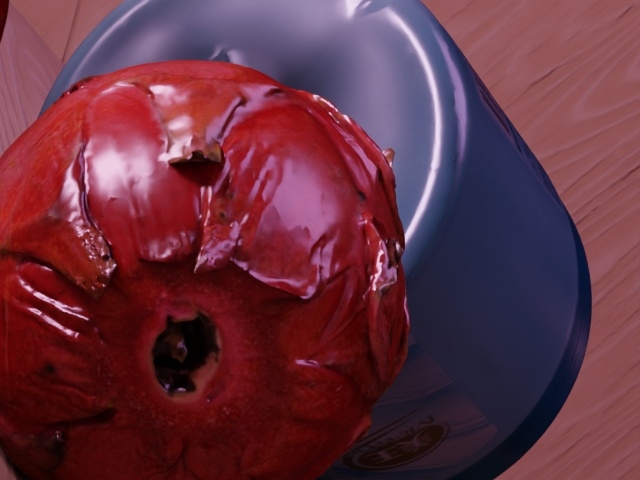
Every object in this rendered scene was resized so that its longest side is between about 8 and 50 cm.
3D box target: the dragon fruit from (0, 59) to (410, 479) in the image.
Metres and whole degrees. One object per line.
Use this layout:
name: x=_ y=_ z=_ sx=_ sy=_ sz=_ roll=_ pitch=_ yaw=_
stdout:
dragon fruit: x=-0.067 y=0.026 z=0.955 sx=0.241 sy=0.241 sz=0.252 roll=50 pitch=29 yaw=-10

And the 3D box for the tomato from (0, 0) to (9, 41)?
tomato: x=-0.244 y=-0.133 z=1.005 sx=0.187 sy=0.151 sz=0.187 roll=47 pitch=7 yaw=-7

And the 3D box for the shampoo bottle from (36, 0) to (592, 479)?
shampoo bottle: x=0.000 y=0.000 z=1.424 sx=0.331 sy=0.331 sz=0.343 roll=51 pitch=2 yaw=30
